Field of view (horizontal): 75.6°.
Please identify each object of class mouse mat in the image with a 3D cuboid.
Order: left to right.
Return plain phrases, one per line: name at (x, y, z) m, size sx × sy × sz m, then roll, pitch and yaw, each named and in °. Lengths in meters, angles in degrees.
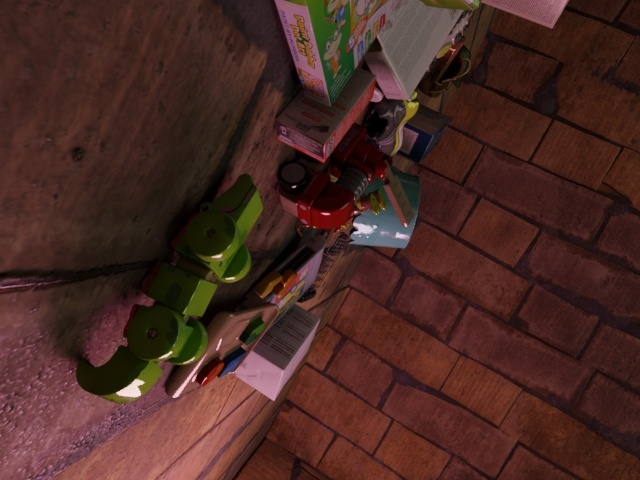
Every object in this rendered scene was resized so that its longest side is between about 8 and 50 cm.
mouse mat at (0.477, -0.660, 1.490) m, size 0.007 × 0.152 × 0.189 m, roll -30°, pitch 165°, yaw -5°

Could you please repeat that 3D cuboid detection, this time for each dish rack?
dish rack at (-0.003, 0.083, 1.364) m, size 0.271 × 0.074 × 0.208 m, roll -58°, pitch 170°, yaw 4°

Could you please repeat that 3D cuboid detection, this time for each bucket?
bucket at (0.202, -0.106, 1.334) m, size 0.281 × 0.183 × 0.280 m, roll 10°, pitch 90°, yaw -89°

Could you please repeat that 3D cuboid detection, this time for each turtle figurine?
turtle figurine at (0.063, -0.078, 1.114) m, size 0.218 × 0.087 × 0.270 m, roll -18°, pitch 173°, yaw 27°

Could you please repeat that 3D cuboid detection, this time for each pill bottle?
pill bottle at (0.132, -0.370, 0.902) m, size 0.116 × 0.065 × 0.065 m, roll -61°, pitch 168°, yaw -2°

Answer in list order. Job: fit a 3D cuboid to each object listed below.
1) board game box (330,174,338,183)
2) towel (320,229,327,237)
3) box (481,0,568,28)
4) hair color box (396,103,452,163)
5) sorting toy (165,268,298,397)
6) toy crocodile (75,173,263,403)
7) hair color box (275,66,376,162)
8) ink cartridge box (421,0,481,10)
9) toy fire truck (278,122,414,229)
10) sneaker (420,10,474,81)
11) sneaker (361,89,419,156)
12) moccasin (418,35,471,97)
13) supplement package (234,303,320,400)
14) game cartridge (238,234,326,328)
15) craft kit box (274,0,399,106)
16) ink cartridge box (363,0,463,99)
board game box at (0.041, -0.174, 1.057) m, size 0.124 × 0.039 × 0.259 m, roll -62°, pitch 171°, yaw 9°
towel at (0.000, 0.000, 1.358) m, size 0.083 × 0.009 × 0.060 m, roll -56°, pitch 167°, yaw -19°
box at (0.467, -0.665, 1.004) m, size 0.121 × 0.311 × 0.148 m, roll -57°, pitch 168°, yaw -18°
hair color box at (0.316, -0.376, 1.392) m, size 0.347 × 0.174 × 0.105 m, roll -43°, pitch 160°, yaw -54°
sorting toy at (-0.164, 0.192, 0.870) m, size 0.307 × 0.041 × 0.229 m, roll -54°, pitch 160°, yaw 8°
toy crocodile at (-0.180, 0.057, 0.552) m, size 0.340 × 0.105 × 0.115 m, roll -62°, pitch 169°, yaw -15°
hair color box at (0.011, -0.219, 0.681) m, size 0.167 × 0.093 × 0.053 m, roll -55°, pitch 167°, yaw -22°
ink cartridge box at (0.108, -0.402, 0.438) m, size 0.255 × 0.097 × 0.188 m, roll 10°, pitch 112°, yaw -36°
toy fire truck at (0.068, -0.101, 0.820) m, size 0.217 × 0.246 × 0.158 m, roll -56°, pitch 167°, yaw -21°
sneaker at (0.231, -0.471, 0.987) m, size 0.279 × 0.118 × 0.107 m, roll -41°, pitch 149°, yaw 3°
sneaker at (0.165, -0.310, 1.144) m, size 0.121 × 0.111 × 0.300 m, roll -32°, pitch 163°, yaw -16°
moccasin at (0.419, -0.586, 1.391) m, size 0.139 × 0.147 × 0.380 m, roll -60°, pitch 168°, yaw -4°
supplement package at (-0.129, 0.311, 1.209) m, size 0.203 × 0.149 × 0.194 m, roll -49°, pitch 164°, yaw -44°
game cartridge at (-0.097, 0.128, 1.077) m, size 0.294 × 0.060 × 0.196 m, roll -43°, pitch 164°, yaw -36°
craft kit box at (0.039, -0.352, 0.544) m, size 0.249 × 0.061 × 0.246 m, roll -59°, pitch 161°, yaw -8°
ink cartridge box at (0.173, -0.475, 0.794) m, size 0.296 × 0.066 × 0.261 m, roll -58°, pitch 139°, yaw -9°
